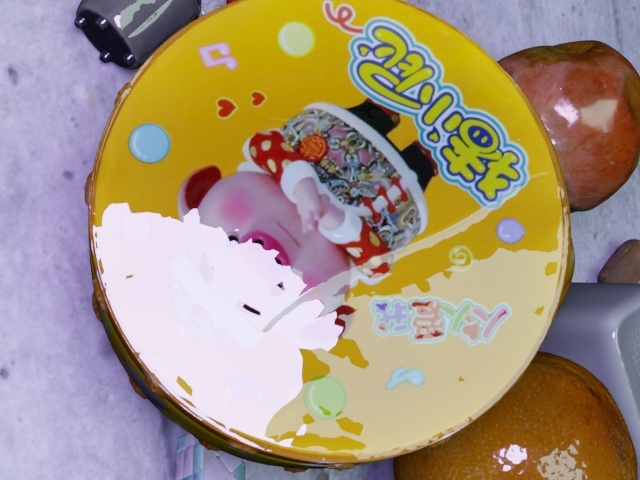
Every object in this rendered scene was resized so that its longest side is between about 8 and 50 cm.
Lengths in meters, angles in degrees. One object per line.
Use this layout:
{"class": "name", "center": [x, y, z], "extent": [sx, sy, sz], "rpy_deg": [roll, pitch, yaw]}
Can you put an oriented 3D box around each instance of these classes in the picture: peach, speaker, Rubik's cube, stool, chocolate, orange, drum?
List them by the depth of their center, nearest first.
{"class": "drum", "center": [0.000, 0.000, 0.963], "extent": [0.431, 0.214, 0.431], "rpy_deg": [2, 77, -8]}
{"class": "stool", "center": [-0.178, -0.227, 1.034], "extent": [0.096, 0.096, 0.110], "rpy_deg": [48, 67, -21]}
{"class": "Rubik's cube", "center": [-0.099, 0.219, 1.047], "extent": [0.073, 0.075, 0.084], "rpy_deg": [19, 73, -29]}
{"class": "orange", "center": [0.207, 0.247, 1.153], "extent": [0.264, 0.264, 0.264], "rpy_deg": [4, 82, -34]}
{"class": "peach", "center": [0.295, -0.151, 1.290], "extent": [0.214, 0.214, 0.235], "rpy_deg": [55, 48, -17]}
{"class": "speaker", "center": [0.381, 0.252, 1.306], "extent": [0.183, 0.184, 0.406], "rpy_deg": [-24, 98, -33]}
{"class": "chocolate", "center": [0.407, 0.043, 1.441], "extent": [0.100, 0.031, 0.065], "rpy_deg": [-42, 119, -30]}

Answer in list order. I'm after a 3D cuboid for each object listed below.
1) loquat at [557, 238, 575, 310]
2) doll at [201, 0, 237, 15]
{"class": "loquat", "center": [0.181, 0.018, 1.190], "extent": [0.213, 0.213, 0.213], "rpy_deg": [4, 82, -34]}
{"class": "doll", "center": [-0.057, -0.259, 1.127], "extent": [0.183, 0.085, 0.217], "rpy_deg": [-40, 98, -32]}
